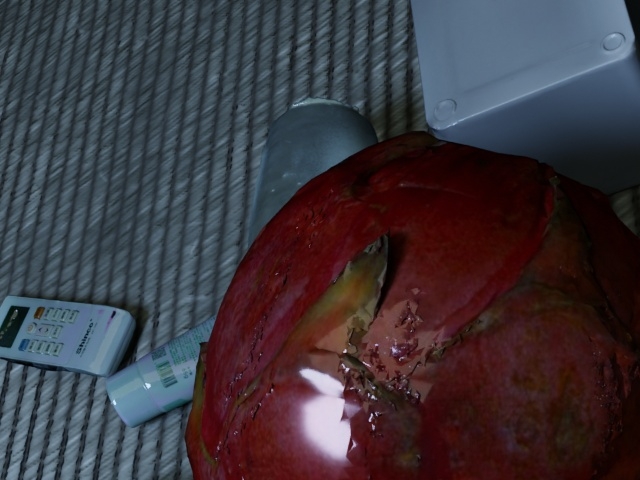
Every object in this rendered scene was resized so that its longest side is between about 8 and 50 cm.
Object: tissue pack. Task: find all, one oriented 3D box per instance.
[{"bbox_3d":[0.163,-0.162,0.956,0.159,0.136,0.246,-19,51,21],"label":"tissue pack"}]

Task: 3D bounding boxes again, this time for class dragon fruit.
[{"bbox_3d":[0.073,0.094,0.745,0.295,0.295,0.302,10,76,38],"label":"dragon fruit"}]

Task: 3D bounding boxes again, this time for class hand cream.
[{"bbox_3d":[-0.086,0.090,1.016,0.174,0.047,0.076,-30,47,2],"label":"hand cream"}]

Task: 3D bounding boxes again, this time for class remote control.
[{"bbox_3d":[-0.233,0.086,1.121,0.166,0.029,0.065,3,63,40],"label":"remote control"}]

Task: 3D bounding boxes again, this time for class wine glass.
[{"bbox_3d":[0.000,0.000,0.968,0.111,0.111,0.205,-15,55,25],"label":"wine glass"}]
